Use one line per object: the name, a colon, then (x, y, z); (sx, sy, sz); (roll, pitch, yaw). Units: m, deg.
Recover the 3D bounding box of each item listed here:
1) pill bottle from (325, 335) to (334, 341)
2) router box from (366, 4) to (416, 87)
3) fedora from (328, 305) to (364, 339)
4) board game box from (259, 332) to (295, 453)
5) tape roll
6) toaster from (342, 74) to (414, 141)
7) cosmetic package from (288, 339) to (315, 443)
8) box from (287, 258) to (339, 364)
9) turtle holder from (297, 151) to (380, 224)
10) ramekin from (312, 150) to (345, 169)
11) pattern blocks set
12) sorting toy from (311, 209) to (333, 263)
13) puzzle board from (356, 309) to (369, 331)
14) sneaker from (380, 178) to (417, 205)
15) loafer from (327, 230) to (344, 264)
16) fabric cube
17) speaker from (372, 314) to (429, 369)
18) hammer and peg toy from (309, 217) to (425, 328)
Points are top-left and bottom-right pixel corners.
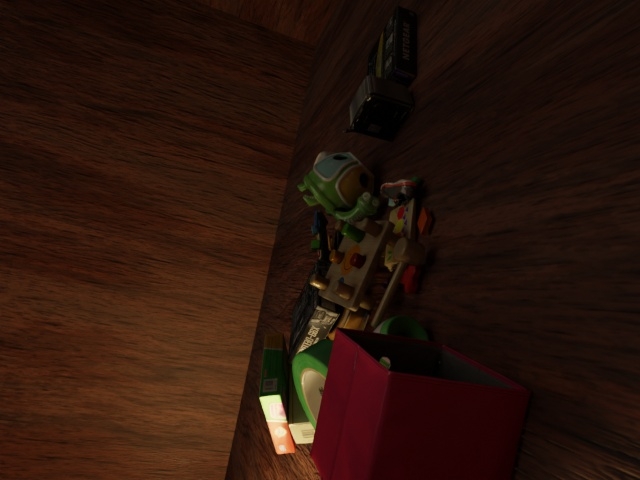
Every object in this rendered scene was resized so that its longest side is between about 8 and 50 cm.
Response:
pill bottle: (0.052, 0.333, 1.408); (0.065, 0.065, 0.117); (-103, 30, -58)
router box: (0.250, -0.635, 1.491); (0.243, 0.080, 0.309); (133, 147, -61)
fedora: (0.086, 0.229, 1.305); (0.194, 0.079, 0.194); (-60, 14, 27)
board game box: (-0.134, 0.506, 1.367); (0.242, 0.064, 0.317); (-93, -4, -55)
tape roll: (0.048, 0.407, 1.017); (0.321, 0.077, 0.322); (37, 139, 41)
toaster: (0.186, -0.429, 1.356); (0.168, 0.185, 0.110); (123, 151, -51)
cosmetic package: (-0.043, 0.506, 1.415); (0.310, 0.113, 0.160); (-95, -3, -48)
box: (-0.026, 0.240, 1.402); (0.307, 0.076, 0.243); (-91, 25, -65)
turtle holder: (0.073, -0.184, 1.448); (0.227, 0.243, 0.320); (-45, 10, 10)
ramekin: (0.030, -0.325, 1.957); (0.207, 0.108, 0.208); (-166, 90, -74)
pattern blocks set: (0.226, -0.013, 1.152); (0.285, 0.026, 0.325); (164, 119, -72)
sorting toy: (0.000, 0.000, 1.602); (0.348, 0.047, 0.196); (51, -144, -72)
puzzle board: (0.124, 0.249, 1.326); (0.128, 0.011, 0.097); (-120, 47, -67)
sneaker: (0.210, -0.127, 1.153); (0.158, 0.061, 0.065); (169, 107, -74)
loafer: (0.060, 0.063, 1.577); (0.076, 0.078, 0.224); (-130, 55, -72)
fabric cube: (0.151, 0.324, 0.719); (0.259, 0.253, 0.259); (-168, 90, -74)
speaker: (0.141, 0.292, 1.008); (0.297, 0.131, 0.131); (122, 156, -50)
hammer and peg toy: (0.107, 0.067, 1.117); (0.266, 0.127, 0.361); (-65, 19, -6)
